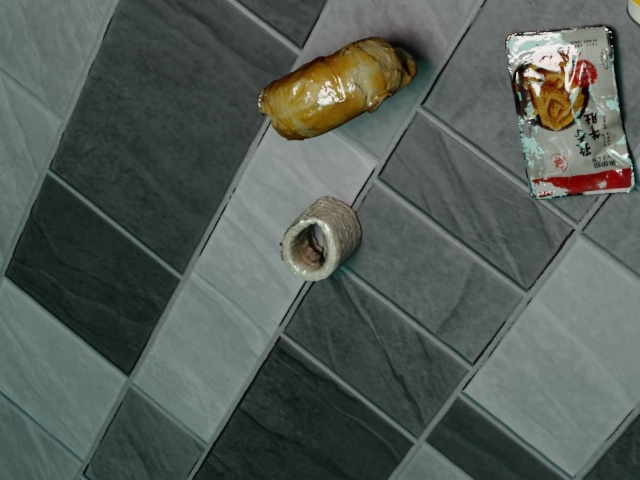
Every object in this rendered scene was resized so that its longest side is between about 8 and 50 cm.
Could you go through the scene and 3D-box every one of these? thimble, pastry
[{"bbox_3d":[0.000,0.000,2.219,0.102,0.090,0.115,15,121,24],"label":"thimble"},{"bbox_3d":[0.023,-0.216,2.016,0.229,0.218,0.100,-27,99,10],"label":"pastry"}]

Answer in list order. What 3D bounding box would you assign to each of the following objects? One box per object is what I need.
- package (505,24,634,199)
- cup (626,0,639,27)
[{"bbox_3d":[0.342,-0.173,1.965,0.154,0.030,0.239,-3,111,30],"label":"package"},{"bbox_3d":[0.453,-0.388,1.703,0.196,0.196,0.279,20,130,21],"label":"cup"}]
